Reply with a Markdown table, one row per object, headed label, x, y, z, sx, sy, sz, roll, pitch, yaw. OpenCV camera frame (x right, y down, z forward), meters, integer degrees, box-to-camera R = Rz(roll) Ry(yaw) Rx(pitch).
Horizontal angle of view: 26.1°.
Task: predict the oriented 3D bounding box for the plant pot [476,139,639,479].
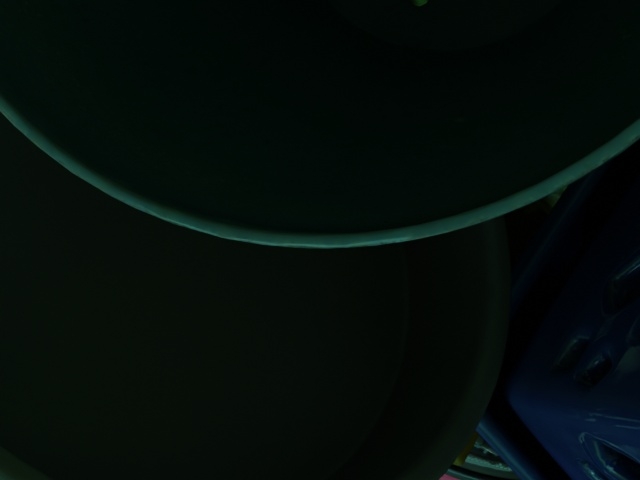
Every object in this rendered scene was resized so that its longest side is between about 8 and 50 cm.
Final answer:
| label | x | y | z | sx | sy | sz | roll | pitch | yaw |
| --- | --- | --- | --- | --- | --- | --- | --- | --- | --- |
| plant pot | 0.207 | 0.055 | 0.603 | 0.236 | 0.236 | 0.212 | 46 | 157 | -23 |

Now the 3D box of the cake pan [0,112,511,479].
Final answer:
| label | x | y | z | sx | sy | sz | roll | pitch | yaw |
| --- | --- | --- | --- | --- | --- | --- | --- | --- | --- |
| cake pan | -0.057 | -0.016 | 0.537 | 0.293 | 0.293 | 0.054 | 39 | 140 | -9 |

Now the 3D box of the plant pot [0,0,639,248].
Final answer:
| label | x | y | z | sx | sy | sz | roll | pitch | yaw |
| --- | --- | --- | --- | --- | --- | --- | --- | --- | --- |
| plant pot | 0.027 | -0.144 | 0.478 | 0.290 | 0.290 | 0.195 | 27 | -172 | 15 |

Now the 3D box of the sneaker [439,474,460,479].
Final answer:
| label | x | y | z | sx | sy | sz | roll | pitch | yaw |
| --- | --- | --- | --- | --- | --- | --- | --- | --- | --- |
| sneaker | 0.167 | 0.293 | 1.144 | 0.120 | 0.112 | 0.299 | 3 | 139 | 45 |

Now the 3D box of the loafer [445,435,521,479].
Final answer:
| label | x | y | z | sx | sy | sz | roll | pitch | yaw |
| --- | --- | --- | --- | --- | --- | --- | --- | --- | --- |
| loafer | 0.068 | 0.087 | 0.952 | 0.267 | 0.096 | 0.084 | 23 | 145 | 25 |

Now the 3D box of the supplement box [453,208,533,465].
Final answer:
| label | x | y | z | sx | sy | sz | roll | pitch | yaw |
| --- | --- | --- | --- | --- | --- | --- | --- | --- | --- |
| supplement box | 0.000 | 0.000 | 0.781 | 0.191 | 0.129 | 0.194 | 11 | 145 | 38 |
